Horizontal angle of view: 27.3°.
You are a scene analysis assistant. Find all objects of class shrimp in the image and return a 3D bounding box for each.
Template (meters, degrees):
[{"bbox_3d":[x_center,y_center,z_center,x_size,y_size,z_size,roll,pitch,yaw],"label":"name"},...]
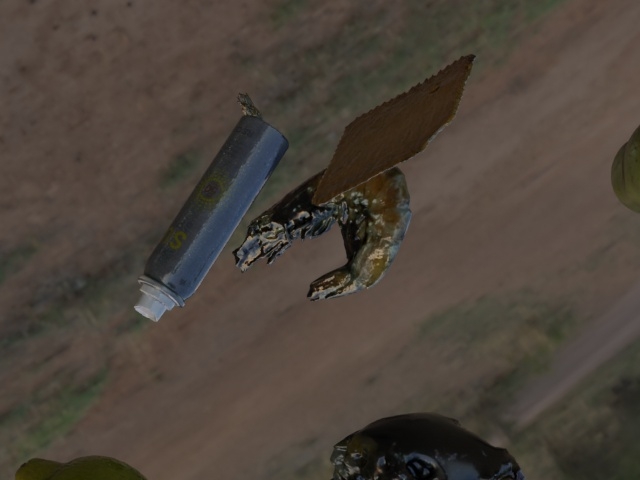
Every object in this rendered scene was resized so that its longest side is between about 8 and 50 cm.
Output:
[{"bbox_3d":[0.000,0.000,2.153,0.365,0.233,0.071,-29,149,29],"label":"shrimp"},{"bbox_3d":[-0.081,-0.150,1.793,0.023,0.083,0.114,-28,134,-2],"label":"shrimp"}]

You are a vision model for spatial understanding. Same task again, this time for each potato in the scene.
[{"bbox_3d":[0.448,-0.097,1.704,0.157,0.157,0.194,-28,176,-28],"label":"potato"}]

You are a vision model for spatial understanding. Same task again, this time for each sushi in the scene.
[{"bbox_3d":[0.125,0.279,1.348,0.204,0.200,0.213,-13,146,-34],"label":"sushi"}]

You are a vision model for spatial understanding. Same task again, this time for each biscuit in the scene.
[{"bbox_3d":[0.098,-0.148,1.764,0.232,0.013,0.237,-27,-156,31],"label":"biscuit"}]

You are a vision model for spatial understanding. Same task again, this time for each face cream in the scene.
[{"bbox_3d":[-0.140,-0.026,1.646,0.284,0.073,0.073,-58,172,-14],"label":"face cream"}]

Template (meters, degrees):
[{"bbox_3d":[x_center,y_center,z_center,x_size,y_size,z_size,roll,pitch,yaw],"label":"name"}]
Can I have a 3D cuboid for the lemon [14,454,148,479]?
[{"bbox_3d":[-0.229,0.328,1.340,0.184,0.248,0.184,-29,-176,2],"label":"lemon"}]
